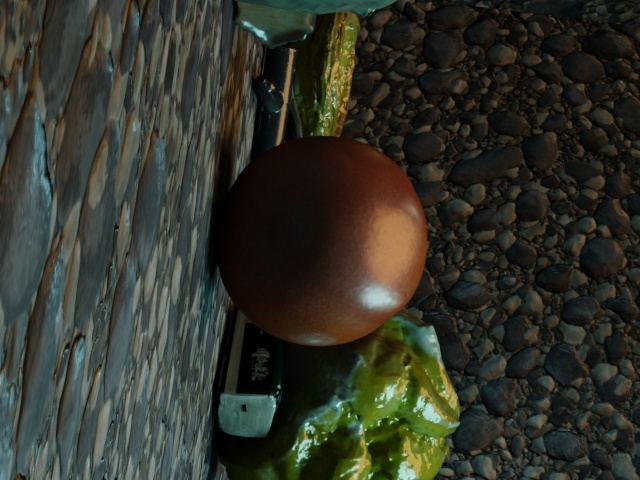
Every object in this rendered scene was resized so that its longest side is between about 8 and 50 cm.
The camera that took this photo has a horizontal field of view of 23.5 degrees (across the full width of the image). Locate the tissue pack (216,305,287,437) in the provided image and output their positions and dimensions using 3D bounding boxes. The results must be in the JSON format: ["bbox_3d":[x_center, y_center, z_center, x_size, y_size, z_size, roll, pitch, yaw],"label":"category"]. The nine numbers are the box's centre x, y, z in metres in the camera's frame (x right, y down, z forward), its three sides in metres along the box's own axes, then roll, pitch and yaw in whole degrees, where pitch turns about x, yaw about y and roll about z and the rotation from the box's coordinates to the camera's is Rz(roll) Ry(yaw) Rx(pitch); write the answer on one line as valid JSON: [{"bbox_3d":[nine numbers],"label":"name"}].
[{"bbox_3d":[-0.094,0.180,2.146,0.103,0.090,0.170,99,0,-46],"label":"tissue pack"}]

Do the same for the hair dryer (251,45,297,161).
[{"bbox_3d":[-0.075,-0.185,2.136,0.195,0.050,0.173,-48,145,-80],"label":"hair dryer"}]

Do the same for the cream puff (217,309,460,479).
[{"bbox_3d":[0.041,0.265,2.248,0.378,0.275,0.378,-37,-146,30],"label":"cream puff"}]

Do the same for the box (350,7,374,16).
[{"bbox_3d":[0.065,-0.461,2.180,0.290,0.166,0.220,-57,-177,7],"label":"box"}]

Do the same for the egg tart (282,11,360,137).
[{"bbox_3d":[-0.013,-0.269,2.587,0.294,0.123,0.294,9,90,-85],"label":"egg tart"}]

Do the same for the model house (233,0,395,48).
[{"bbox_3d":[0.005,-0.332,1.723,0.325,0.194,0.267,104,-5,-71],"label":"model house"}]

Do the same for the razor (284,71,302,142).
[{"bbox_3d":[-0.037,-0.161,2.258,0.056,0.093,0.324,63,11,-52],"label":"razor"}]

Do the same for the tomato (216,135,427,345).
[{"bbox_3d":[0.000,0.000,1.839,0.224,0.256,0.255,14,82,-60],"label":"tomato"}]
